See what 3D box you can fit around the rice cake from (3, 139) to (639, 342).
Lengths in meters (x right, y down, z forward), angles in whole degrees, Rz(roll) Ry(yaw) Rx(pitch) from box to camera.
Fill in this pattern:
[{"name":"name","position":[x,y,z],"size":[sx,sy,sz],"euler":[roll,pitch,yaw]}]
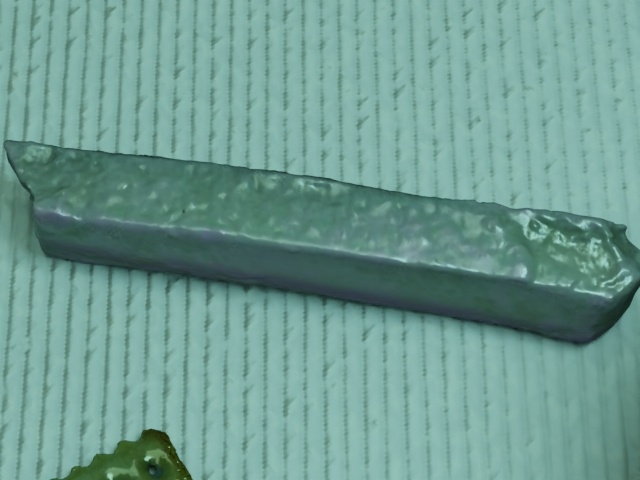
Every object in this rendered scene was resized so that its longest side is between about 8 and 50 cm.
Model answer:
[{"name":"rice cake","position":[0.000,0.000,1.089],"size":[0.365,0.072,0.056],"euler":[9,63,4]}]

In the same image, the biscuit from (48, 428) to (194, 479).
[{"name":"biscuit","position":[-0.136,0.191,1.010],"size":[0.203,0.016,0.144],"euler":[-27,64,-16]}]
